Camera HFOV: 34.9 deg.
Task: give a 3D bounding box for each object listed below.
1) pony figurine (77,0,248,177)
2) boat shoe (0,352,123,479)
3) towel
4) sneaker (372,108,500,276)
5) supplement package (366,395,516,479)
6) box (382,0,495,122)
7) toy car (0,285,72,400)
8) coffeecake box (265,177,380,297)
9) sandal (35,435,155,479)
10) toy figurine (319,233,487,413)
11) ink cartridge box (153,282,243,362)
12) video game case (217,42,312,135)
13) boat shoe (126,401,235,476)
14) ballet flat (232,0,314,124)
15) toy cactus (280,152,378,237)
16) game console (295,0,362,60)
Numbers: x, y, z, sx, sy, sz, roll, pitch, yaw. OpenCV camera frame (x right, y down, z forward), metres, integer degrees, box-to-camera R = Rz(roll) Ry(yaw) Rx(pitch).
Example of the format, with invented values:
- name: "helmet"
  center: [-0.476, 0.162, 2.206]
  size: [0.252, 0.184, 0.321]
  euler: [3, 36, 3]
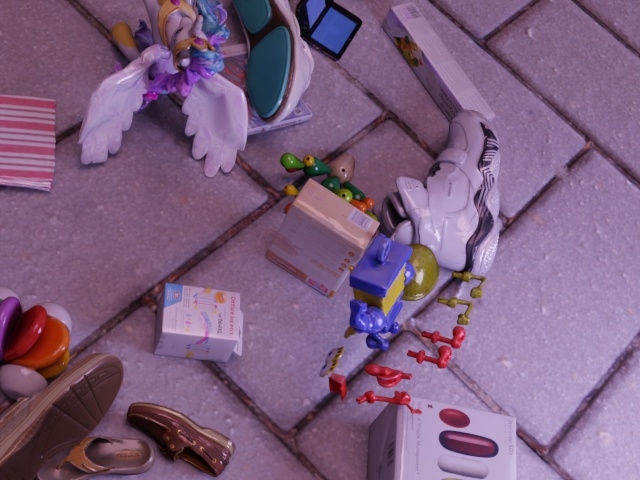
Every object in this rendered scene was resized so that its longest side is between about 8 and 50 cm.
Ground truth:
- name: "pony figurine"
  center: [-0.276, -0.313, 1.790]
  size: [0.303, 0.351, 0.363]
  euler: [-2, 42, -25]
- name: "boat shoe"
  center: [-0.418, 0.267, 1.486]
  size: [0.098, 0.109, 0.302]
  euler: [25, 60, 35]
- name: "towel"
  center: [-0.535, -0.174, 1.770]
  size: [0.144, 0.029, 0.197]
  euler: [4, 57, -17]
- name: "sneaker"
  center: [0.221, -0.110, 1.930]
  size: [0.210, 0.137, 0.365]
  euler: [12, 60, -16]
- name: "supplement package"
  center: [0.190, 0.374, 1.620]
  size: [0.203, 0.149, 0.194]
  euler: [13, 57, -11]
- name: "box"
  center: [0.244, -0.359, 2.135]
  size: [0.067, 0.063, 0.324]
  euler: [-23, 70, -28]
- name: "toy car"
  center: [-0.465, 0.142, 1.535]
  size: [0.182, 0.136, 0.159]
  euler: [20, 56, -8]
- name: "coffeecake box"
  center: [0.000, 0.000, 1.756]
  size: [0.142, 0.185, 0.068]
  euler: [32, 55, 1]
- name: "sandal"
  center: [-0.336, 0.323, 1.522]
  size: [0.180, 0.049, 0.072]
  euler: [-3, 60, -14]
- name: "toy figurine"
  center: [0.135, 0.070, 1.627]
  size: [0.191, 0.217, 0.362]
  euler: [16, 45, 25]
- name: "ink cartridge box"
  center: [-0.192, 0.136, 1.664]
  size: [0.143, 0.090, 0.092]
  euler: [8, 58, -15]
- name: "video game case"
  center: [-0.136, -0.296, 1.966]
  size: [0.183, 0.023, 0.201]
  euler: [-20, 68, -40]
- name: "boat shoe"
  center: [-0.220, 0.305, 1.568]
  size: [0.178, 0.064, 0.060]
  euler: [27, 53, -6]
- name: "ballet flat"
  center: [-0.077, -0.378, 1.975]
  size: [0.139, 0.139, 0.400]
  euler: [-1, 55, -20]
- name: "toy cactus"
  center: [0.024, -0.098, 1.894]
  size: [0.219, 0.112, 0.180]
  euler: [28, 36, 1]
- name: "game console"
  center: [0.019, -0.467, 2.111]
  size: [0.085, 0.124, 0.144]
  euler: [13, 52, 21]
